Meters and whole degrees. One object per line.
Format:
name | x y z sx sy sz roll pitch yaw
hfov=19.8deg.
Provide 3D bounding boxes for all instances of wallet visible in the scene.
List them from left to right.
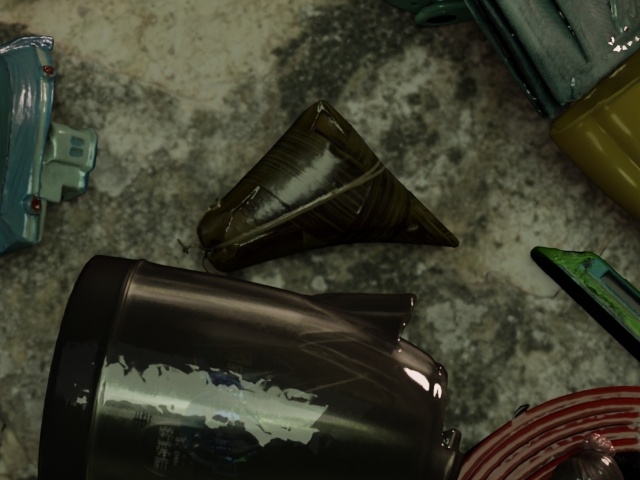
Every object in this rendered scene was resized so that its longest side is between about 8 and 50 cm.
wallet | 0.251 -0.294 1.647 0.342 0.075 0.237 -41 103 -34

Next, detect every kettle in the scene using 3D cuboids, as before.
kettle | -0.050 0.186 1.475 0.324 0.228 0.321 9 81 3

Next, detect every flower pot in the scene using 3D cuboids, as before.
flower pot | 0.329 -0.088 1.635 0.195 0.195 0.179 -41 96 -14

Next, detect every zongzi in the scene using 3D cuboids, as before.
zongzi | 0.000 0.000 1.625 0.187 0.084 0.184 -45 94 -8

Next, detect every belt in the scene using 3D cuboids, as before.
belt | 0.223 0.244 1.563 0.324 0.115 0.227 -33 82 -14

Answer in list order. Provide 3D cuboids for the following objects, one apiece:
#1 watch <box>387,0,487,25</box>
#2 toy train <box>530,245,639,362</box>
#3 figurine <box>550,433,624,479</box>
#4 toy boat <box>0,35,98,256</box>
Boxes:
watch | 0.145 -0.303 1.719 0.237 0.068 0.195 -5 77 -7
toy train | 0.280 0.067 1.651 0.209 0.044 0.042 44 76 5
figurine | 0.239 0.223 1.486 0.072 0.054 0.129 -33 82 -16
toy boat | -0.254 -0.080 1.620 0.102 0.088 0.215 13 70 -39
